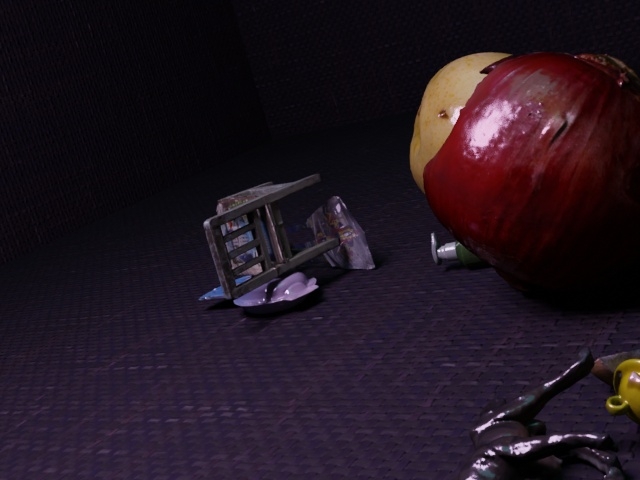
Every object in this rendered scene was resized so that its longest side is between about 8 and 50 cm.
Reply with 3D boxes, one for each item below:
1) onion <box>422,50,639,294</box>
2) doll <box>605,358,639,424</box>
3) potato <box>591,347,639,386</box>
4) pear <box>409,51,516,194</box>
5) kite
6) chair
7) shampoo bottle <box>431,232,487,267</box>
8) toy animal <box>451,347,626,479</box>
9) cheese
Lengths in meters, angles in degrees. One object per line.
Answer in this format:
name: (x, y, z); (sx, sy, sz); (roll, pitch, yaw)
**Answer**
onion: (0.319, -0.082, 1.169); (0.341, 0.341, 0.341); (-15, 13, 4)
doll: (0.345, 0.113, 0.816); (0.207, 0.081, 0.129); (-20, 30, -12)
potato: (0.301, 0.132, 0.911); (0.093, 0.036, 0.037); (-4, -34, -40)
pear: (0.310, -0.185, 1.632); (0.309, 0.309, 0.309); (-15, 13, 4)
kite: (-0.001, 0.001, 1.615); (0.015, 0.141, 0.245); (-30, 10, -34)
chair: (-0.113, -0.006, 1.496); (0.147, 0.136, 0.270); (-5, 16, 44)
shampoo bottle: (0.269, 0.003, 1.390); (0.205, 0.065, 0.065); (-11, 14, 21)
toy animal: (0.171, 0.176, 0.766); (0.148, 0.084, 0.232); (-14, 17, 14)
cheese: (-0.097, 0.083, 1.527); (0.135, 0.052, 0.245); (-23, 14, -36)
